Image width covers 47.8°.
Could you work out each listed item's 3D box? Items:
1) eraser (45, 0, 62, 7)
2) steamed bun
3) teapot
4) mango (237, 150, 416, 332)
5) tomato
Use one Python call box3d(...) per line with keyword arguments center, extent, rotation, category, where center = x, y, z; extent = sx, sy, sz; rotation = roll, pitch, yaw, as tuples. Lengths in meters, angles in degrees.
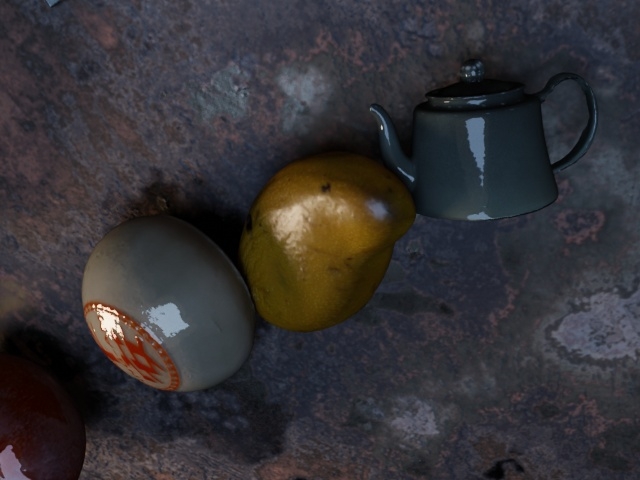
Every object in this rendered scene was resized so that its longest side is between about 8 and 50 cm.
box3d(center=(-0.302, -0.296, 0.776), extent=(0.038, 0.019, 0.083), rotation=(-26, 113, 19), category="eraser")
box3d(center=(-0.195, 0.090, 0.866), extent=(0.232, 0.145, 0.232), rotation=(25, 137, 26), category="steamed bun")
box3d(center=(0.172, -0.115, 0.754), extent=(0.239, 0.162, 0.149), rotation=(-8, 107, -1), category="teapot")
box3d(center=(0.003, -0.002, 0.822), extent=(0.177, 0.120, 0.295), rotation=(46, 134, 5), category="mango")
box3d(center=(-0.468, 0.286, 1.011), extent=(0.270, 0.227, 0.270), rotation=(-2, 105, -7), category="tomato")
